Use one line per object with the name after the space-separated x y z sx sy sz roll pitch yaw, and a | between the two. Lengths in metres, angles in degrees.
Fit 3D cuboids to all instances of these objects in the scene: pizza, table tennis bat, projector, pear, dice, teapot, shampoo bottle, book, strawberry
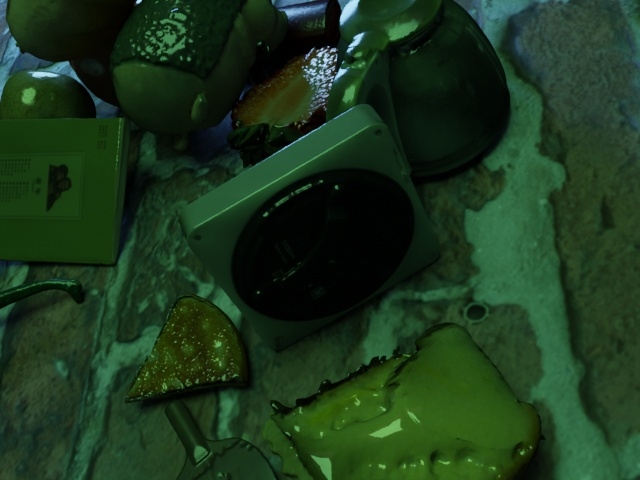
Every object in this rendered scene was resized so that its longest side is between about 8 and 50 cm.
-0.178 0.168 1.096 0.176 0.036 0.184 -47 50 -13 | pizza
-0.131 0.280 0.994 0.131 0.022 0.234 -37 49 -5 | table tennis bat
0.000 0.000 0.993 0.259 0.257 0.079 -30 45 1 | projector
-0.491 -0.228 1.486 0.167 0.167 0.137 -5 74 23 | pear
-0.346 -0.358 1.515 0.173 0.179 0.175 -9 55 19 | dice
0.093 -0.215 1.138 0.321 0.239 0.239 -42 46 -9 | teapot
-0.094 -0.371 1.475 0.260 0.064 0.102 -3 55 24 | shampoo bottle
-0.475 -0.082 1.371 0.352 0.035 0.239 2 84 22 | book
-0.037 -0.187 1.274 0.188 0.106 0.286 6 43 31 | strawberry

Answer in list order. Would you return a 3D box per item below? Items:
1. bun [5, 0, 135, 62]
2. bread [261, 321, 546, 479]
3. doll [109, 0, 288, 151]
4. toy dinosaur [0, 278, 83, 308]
-0.369 -0.409 1.314 0.299 0.164 0.299 -59 12 21 | bun
0.090 0.222 0.840 0.261 0.163 0.204 -19 41 -21 | bread
-0.188 -0.325 1.337 0.247 0.247 0.350 1 59 27 | doll
-0.622 0.072 1.271 0.301 0.447 0.087 -55 6 14 | toy dinosaur
